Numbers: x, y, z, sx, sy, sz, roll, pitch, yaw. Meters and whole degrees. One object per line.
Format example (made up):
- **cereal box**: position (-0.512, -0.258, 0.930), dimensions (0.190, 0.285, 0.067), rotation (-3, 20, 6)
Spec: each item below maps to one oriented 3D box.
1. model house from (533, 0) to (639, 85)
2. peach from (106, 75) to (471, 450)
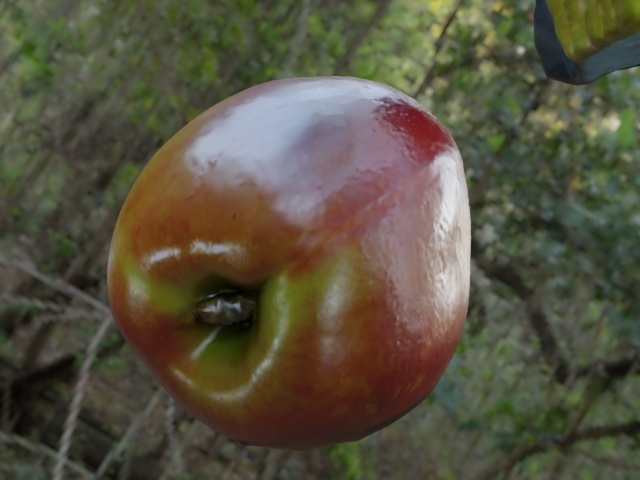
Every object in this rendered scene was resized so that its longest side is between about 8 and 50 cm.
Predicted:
- **model house**: position (0.252, -0.259, 1.170), dimensions (0.303, 0.215, 0.237), rotation (11, 65, -82)
- **peach**: position (0.000, 0.000, 1.076), dimensions (0.248, 0.245, 0.275), rotation (37, 31, 7)
